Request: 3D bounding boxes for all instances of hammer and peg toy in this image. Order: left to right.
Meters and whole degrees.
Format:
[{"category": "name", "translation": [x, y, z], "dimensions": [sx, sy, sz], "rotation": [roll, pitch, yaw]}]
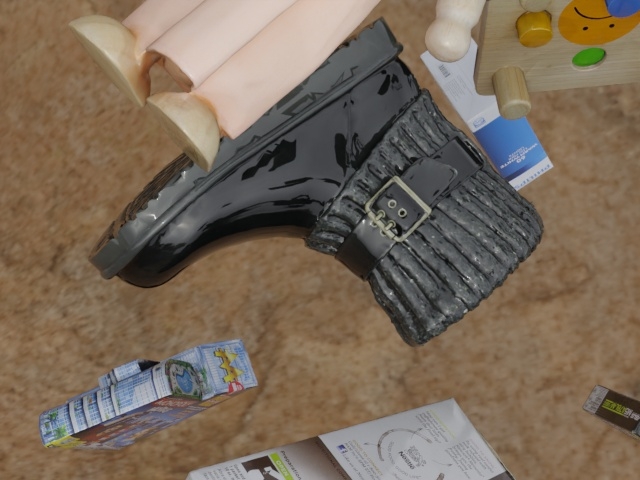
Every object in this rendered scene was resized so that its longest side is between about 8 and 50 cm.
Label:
[{"category": "hammer and peg toy", "translation": [0.352, -0.259, 1.372], "dimensions": [0.361, 0.266, 0.127], "rotation": [-6, 59, -2]}]

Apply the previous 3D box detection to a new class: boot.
[{"category": "boot", "translation": [0.001, 0.000, 1.123], "dimensions": [0.348, 0.131, 0.260], "rotation": [-36, 100, -2]}]

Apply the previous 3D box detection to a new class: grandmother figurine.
[{"category": "grandmother figurine", "translation": [0.023, -0.193, 0.790], "dimensions": [0.208, 0.104, 0.342], "rotation": [45, 82, 2]}]

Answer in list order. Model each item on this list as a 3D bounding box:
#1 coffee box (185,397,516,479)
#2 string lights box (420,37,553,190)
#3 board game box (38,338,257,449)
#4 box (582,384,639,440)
[{"category": "coffee box", "translation": [0.010, 0.259, 1.124], "dimensions": [0.297, 0.168, 0.119], "rotation": [-10, 51, -37]}, {"category": "string lights box", "translation": [0.241, -0.181, 1.836], "dimensions": [0.076, 0.259, 0.133], "rotation": [-35, 61, 8]}, {"category": "board game box", "translation": [-0.175, 0.160, 1.359], "dimensions": [0.194, 0.194, 0.060], "rotation": [-24, 76, 8]}, {"category": "box", "translation": [0.433, 0.248, 1.570], "dimensions": [0.184, 0.190, 0.045], "rotation": [33, 87, -7]}]
